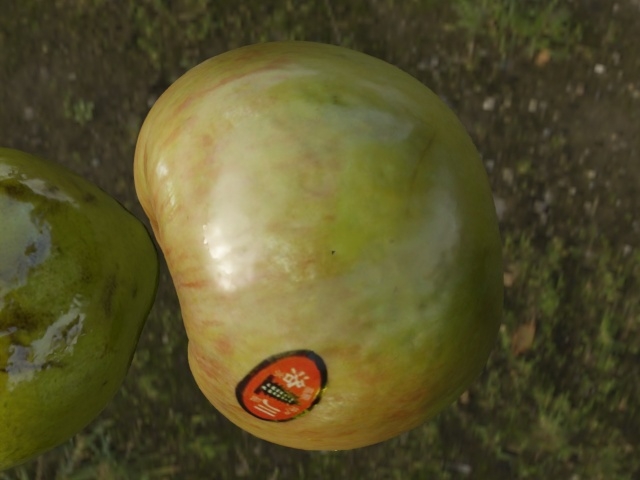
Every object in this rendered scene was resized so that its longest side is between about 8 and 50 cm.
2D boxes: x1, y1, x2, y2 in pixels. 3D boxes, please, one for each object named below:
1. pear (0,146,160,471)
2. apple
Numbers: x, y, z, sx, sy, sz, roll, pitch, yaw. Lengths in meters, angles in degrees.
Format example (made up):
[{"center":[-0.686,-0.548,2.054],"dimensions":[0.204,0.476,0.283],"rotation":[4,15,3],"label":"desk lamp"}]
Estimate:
[{"center":[-0.116,0.023,0.554],"dimensions":[0.131,0.107,0.107],"rotation":[-24,58,-38],"label":"pear"},{"center":[0.000,0.000,0.988],"dimensions":[0.194,0.261,0.261],"rotation":[-16,58,-7],"label":"apple"}]
